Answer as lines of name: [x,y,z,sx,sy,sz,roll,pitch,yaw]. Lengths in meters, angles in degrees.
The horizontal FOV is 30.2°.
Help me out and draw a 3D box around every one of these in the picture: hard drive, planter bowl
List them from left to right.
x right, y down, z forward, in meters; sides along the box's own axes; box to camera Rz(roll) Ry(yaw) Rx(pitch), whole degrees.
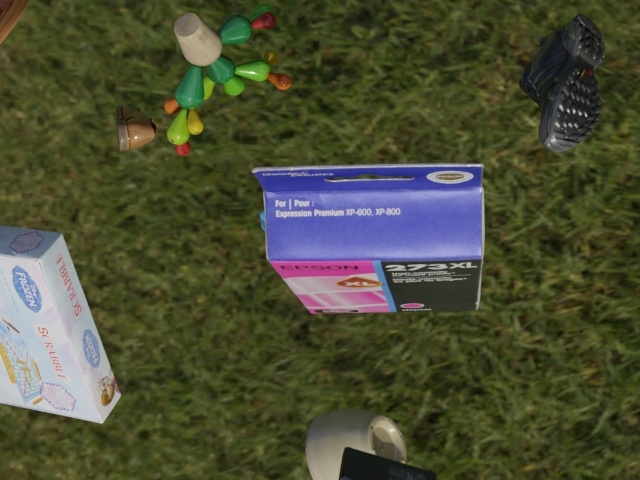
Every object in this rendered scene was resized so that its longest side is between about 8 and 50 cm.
planter bowl: [0.070,0.343,1.926,0.109,0.162,0.162,-25,79,35]
hard drive: [0.092,0.330,1.633,0.135,0.094,0.022,17,108,0]

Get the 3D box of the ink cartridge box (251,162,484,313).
ink cartridge box: [0.054,0.007,1.045,0.176,0.371,0.069,-1,76,7]

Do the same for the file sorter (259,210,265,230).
file sorter: [0.000,0.000,1.827,0.104,0.118,0.170,-40,86,-6]

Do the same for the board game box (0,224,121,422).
board game box: [-0.478,0.112,1.732,0.318,0.066,0.318,8,131,22]

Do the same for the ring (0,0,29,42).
ring: [-0.341,-0.079,0.834,0.337,0.336,0.032,-22,121,33]

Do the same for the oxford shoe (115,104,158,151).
oxford shoe: [-0.336,-0.203,2.162,0.212,0.076,0.076,-126,30,-69]

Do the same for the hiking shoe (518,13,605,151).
hiking shoe: [0.339,-0.213,1.701,0.114,0.086,0.226,-20,43,49]

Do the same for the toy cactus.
toy cactus: [-0.129,-0.214,1.464,0.219,0.180,0.112,-46,65,-3]
